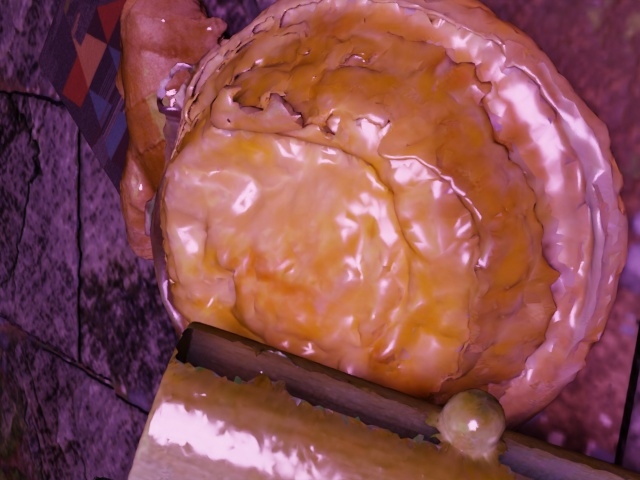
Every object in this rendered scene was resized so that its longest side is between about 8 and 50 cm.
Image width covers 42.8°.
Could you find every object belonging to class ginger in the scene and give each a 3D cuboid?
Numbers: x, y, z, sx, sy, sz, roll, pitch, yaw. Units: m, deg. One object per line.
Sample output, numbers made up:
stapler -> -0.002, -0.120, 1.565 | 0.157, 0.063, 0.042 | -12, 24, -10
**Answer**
ginger -> -0.087, -0.083, 0.542 | 0.115, 0.081, 0.205 | 14, 106, 51

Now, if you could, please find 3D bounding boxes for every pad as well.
pad -> -0.166, -0.128, 0.660 | 0.211, 0.003, 0.143 | 54, 129, 23

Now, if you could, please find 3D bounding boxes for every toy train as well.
toy train -> 0.037, 0.153, 0.356 | 0.307, 0.126, 0.189 | 20, 130, -1

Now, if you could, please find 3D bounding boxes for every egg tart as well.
egg tart -> 0.000, 0.000, 0.420 | 0.290, 0.107, 0.291 | 8, 106, 27
